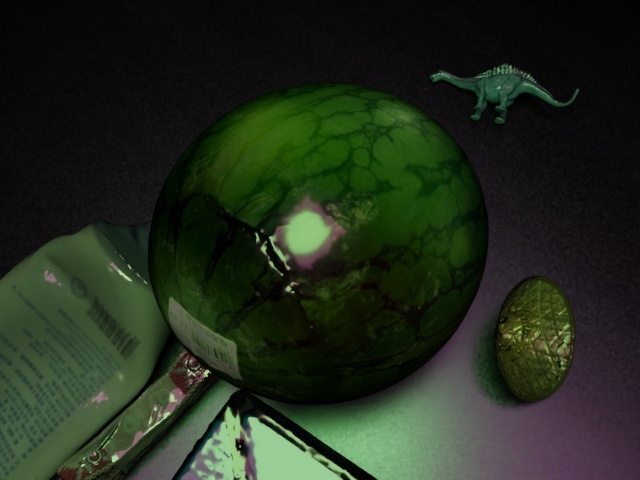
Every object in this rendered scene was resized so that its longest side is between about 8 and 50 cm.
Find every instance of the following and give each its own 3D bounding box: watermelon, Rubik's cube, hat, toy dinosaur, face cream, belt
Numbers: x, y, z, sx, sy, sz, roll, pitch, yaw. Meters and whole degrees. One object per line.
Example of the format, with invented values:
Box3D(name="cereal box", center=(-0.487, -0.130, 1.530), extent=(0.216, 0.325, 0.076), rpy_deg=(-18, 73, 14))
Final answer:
Box3D(name="watermelon", center=(0.000, 0.000, 0.785), extent=(0.363, 0.363, 0.363), rpy_deg=(-1, 71, 2))
Box3D(name="Rubik's cube", center=(-0.041, 0.320, 0.724), extent=(0.248, 0.250, 0.246), rpy_deg=(33, 76, 10))
Box3D(name="hat", center=(0.231, 0.114, 0.884), extent=(0.146, 0.067, 0.146), rpy_deg=(1, 88, -37))
Box3D(name="toy dinosaur", center=(0.241, -0.198, 0.995), extent=(0.197, 0.045, 0.080), rpy_deg=(11, 69, 16))
Box3D(name="face cream", center=(-0.328, 0.139, 0.876), extent=(0.420, 0.137, 0.235), rpy_deg=(-44, 81, -4))
Box3D(name="belt", center=(-0.196, 0.203, 0.865), extent=(0.053, 0.071, 0.232), rpy_deg=(43, 74, 14))
